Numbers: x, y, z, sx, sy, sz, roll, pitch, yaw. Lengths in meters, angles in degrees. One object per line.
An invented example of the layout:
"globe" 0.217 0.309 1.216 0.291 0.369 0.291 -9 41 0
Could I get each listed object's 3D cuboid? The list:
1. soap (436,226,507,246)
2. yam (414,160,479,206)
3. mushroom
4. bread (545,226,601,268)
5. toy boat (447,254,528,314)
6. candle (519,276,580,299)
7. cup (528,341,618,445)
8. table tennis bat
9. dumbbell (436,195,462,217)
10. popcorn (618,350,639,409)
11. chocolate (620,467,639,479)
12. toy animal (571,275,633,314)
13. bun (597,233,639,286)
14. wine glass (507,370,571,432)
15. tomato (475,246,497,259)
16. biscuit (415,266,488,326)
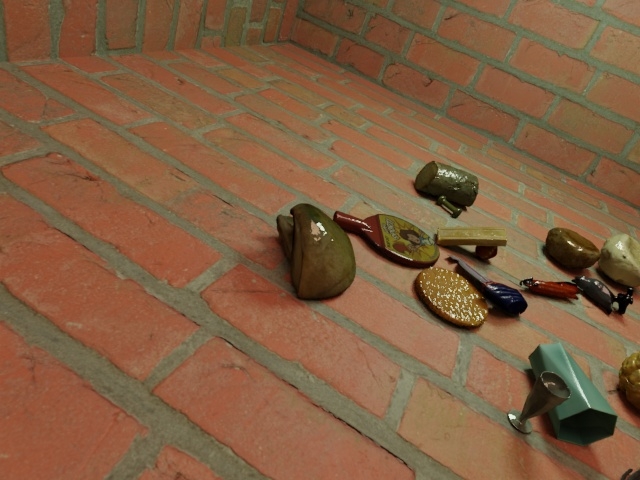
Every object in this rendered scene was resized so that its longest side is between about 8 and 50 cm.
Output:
"soap" 0.570 -0.015 1.641 0.251 0.037 0.092 1 31 15
"yam" 0.588 -0.262 1.987 0.267 0.161 0.161 19 33 -10
"mushroom" 0.009 0.003 1.246 0.217 0.212 0.292 -3 33 -21
"bread" 1.090 0.041 1.881 0.229 0.123 0.230 18 28 -10
"toy boat" 0.554 0.132 1.463 0.318 0.072 0.219 41 18 25
"candle" 0.858 0.174 1.616 0.301 0.059 0.084 11 23 -20
"cup" 0.640 0.391 1.131 0.134 0.148 0.236 48 21 -21
"table tennis bat" 0.237 -0.018 1.536 0.414 0.051 0.268 18 33 -12
"dumbbell" 0.572 -0.151 1.916 0.052 0.046 0.118 -6 43 -45
"popcorn" 1.005 0.422 1.245 0.249 0.190 0.250 6 43 -6
"chocolate" 0.838 0.575 0.900 0.302 0.213 0.303 15 35 -11
"toy animal" 1.088 0.218 1.691 0.209 0.121 0.117 21 74 28
"bun" 1.330 0.096 1.907 0.259 0.160 0.260 18 55 -27
"wine glass" 0.512 0.385 1.024 0.073 0.155 0.073 16 34 -11
"tomato" 0.641 0.037 1.661 0.087 0.087 0.075 -30 89 -50
"biscuit" 0.416 0.176 1.372 0.253 0.035 0.254 16 35 -11
